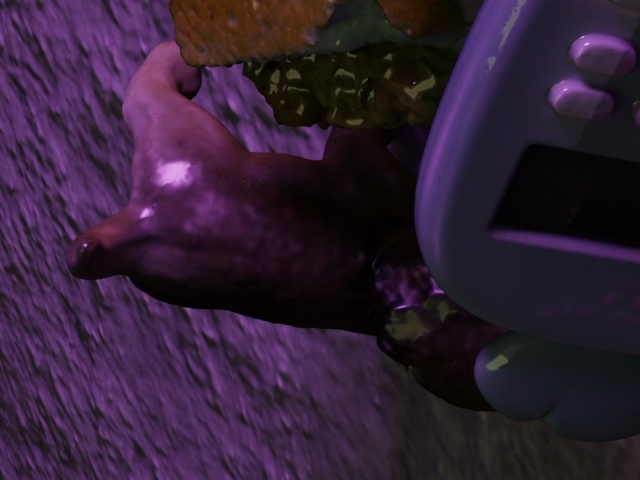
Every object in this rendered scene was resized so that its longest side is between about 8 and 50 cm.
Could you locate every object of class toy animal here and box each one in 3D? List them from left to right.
[{"bbox_3d":[0.008,-0.005,0.659,0.168,0.233,0.121,-94,18,-62],"label":"toy animal"}]

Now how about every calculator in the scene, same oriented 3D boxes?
[{"bbox_3d":[0.131,-0.043,0.479,0.041,0.186,0.298,-101,24,-48],"label":"calculator"}]

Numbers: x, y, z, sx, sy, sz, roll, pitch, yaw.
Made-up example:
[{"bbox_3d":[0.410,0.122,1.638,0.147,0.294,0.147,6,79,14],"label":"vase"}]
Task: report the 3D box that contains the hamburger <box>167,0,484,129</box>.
[{"bbox_3d":[0.046,-0.153,0.526,0.192,0.168,0.288,10,115,50],"label":"hamburger"}]
